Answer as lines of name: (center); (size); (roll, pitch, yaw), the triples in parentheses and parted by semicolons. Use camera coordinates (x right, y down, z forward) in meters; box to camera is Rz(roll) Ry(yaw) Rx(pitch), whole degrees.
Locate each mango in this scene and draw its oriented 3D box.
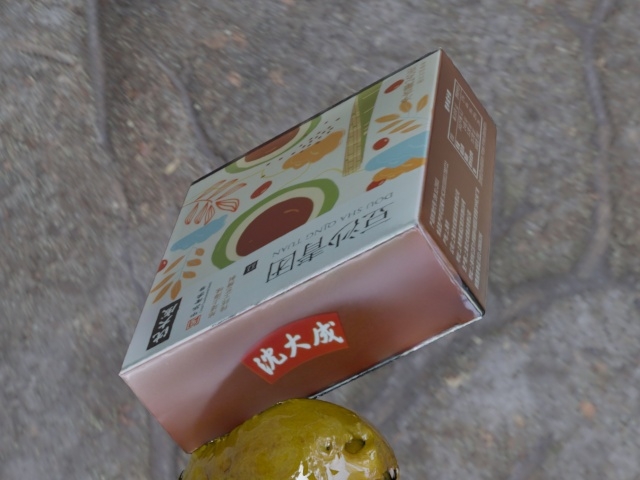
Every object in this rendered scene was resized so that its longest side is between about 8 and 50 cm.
mango: (-0.037, 0.224, 1.476); (0.151, 0.248, 0.156); (-8, 88, -41)

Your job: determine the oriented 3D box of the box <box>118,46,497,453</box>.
box: (0.000, 0.000, 1.653); (0.344, 0.385, 0.122); (-27, 114, 22)
